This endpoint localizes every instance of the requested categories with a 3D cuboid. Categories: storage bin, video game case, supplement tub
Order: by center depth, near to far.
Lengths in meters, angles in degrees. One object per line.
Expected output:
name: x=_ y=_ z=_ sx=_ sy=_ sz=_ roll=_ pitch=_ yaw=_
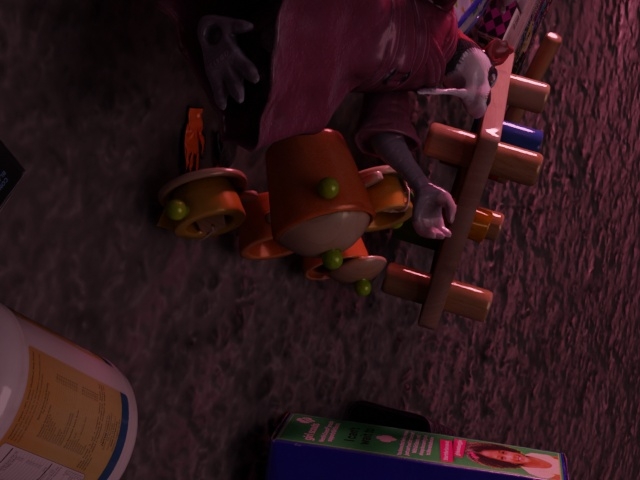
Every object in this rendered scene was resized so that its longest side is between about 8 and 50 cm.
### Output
supplement tub: x=-0.250 y=0.126 z=0.932 sx=0.200 sy=0.144 sz=0.144 roll=40 pitch=65 yaw=-51
storage bin: x=0.079 y=0.295 z=1.470 sx=0.084 sy=0.122 sz=0.180 roll=34 pitch=70 yaw=-53
video game case: x=0.271 y=-0.330 z=1.578 sx=0.232 sy=0.042 sz=0.210 roll=-66 pitch=165 yaw=-4

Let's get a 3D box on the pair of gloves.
pair of gloves: x=-0.108 y=-0.093 z=1.203 sx=0.083 sy=0.010 sz=0.074 roll=5 pitch=94 yaw=-57

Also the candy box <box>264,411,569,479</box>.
candy box: x=0.093 y=0.348 z=1.326 sx=0.122 sy=0.317 sz=0.268 roll=-37 pitch=134 yaw=-81

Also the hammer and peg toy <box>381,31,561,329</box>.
hammer and peg toy: x=0.177 y=-0.095 z=1.435 sx=0.361 sy=0.127 sz=0.265 roll=-69 pitch=174 yaw=-56

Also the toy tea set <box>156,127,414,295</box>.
toy tea set: x=0.000 y=0.000 z=1.209 sx=0.336 sy=0.200 sz=0.124 roll=18 pitch=54 yaw=-59

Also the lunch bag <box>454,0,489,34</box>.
lunch bag: x=0.116 y=-0.291 z=1.413 sx=0.219 sy=0.090 sz=0.176 roll=-51 pitch=141 yaw=-35

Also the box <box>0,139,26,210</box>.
box: x=-0.331 y=-0.111 z=0.739 sx=0.087 sy=0.169 sz=0.290 roll=-61 pitch=140 yaw=-29

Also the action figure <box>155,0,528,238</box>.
action figure: x=0.026 y=-0.170 z=1.059 sx=0.370 sy=0.276 sz=0.248 roll=2 pitch=120 yaw=-50
